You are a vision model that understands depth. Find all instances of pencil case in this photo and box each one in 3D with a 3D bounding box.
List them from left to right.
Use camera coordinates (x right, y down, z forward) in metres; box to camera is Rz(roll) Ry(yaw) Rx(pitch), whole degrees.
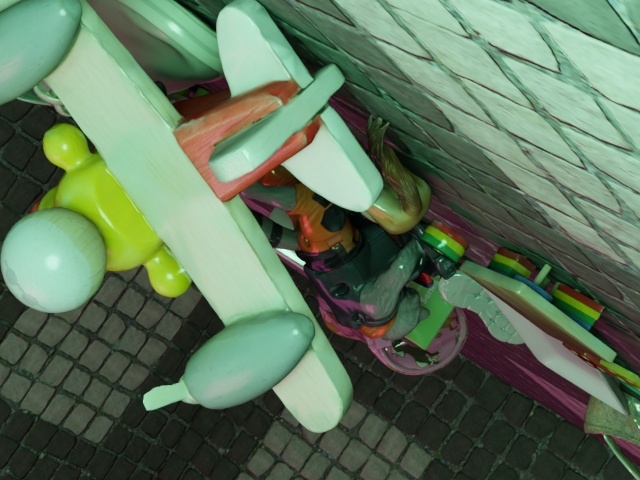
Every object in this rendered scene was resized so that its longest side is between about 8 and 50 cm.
[{"bbox_3d":[0.111,0.120,2.633,0.167,0.160,0.386,44,175,-14],"label":"pencil case"}]

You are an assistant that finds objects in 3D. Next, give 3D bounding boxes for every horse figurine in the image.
[{"bbox_3d":[0.045,-0.062,1.450,0.174,0.066,0.263,41,178,-10],"label":"horse figurine"}]

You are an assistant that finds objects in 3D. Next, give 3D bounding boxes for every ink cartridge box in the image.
[{"bbox_3d":[0.024,0.010,2.206,0.353,0.119,0.207,33,177,0],"label":"ink cartridge box"}]

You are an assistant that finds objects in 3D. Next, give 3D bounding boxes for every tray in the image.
[{"bbox_3d":[0.288,0.122,1.863,0.145,0.030,0.270,31,171,34],"label":"tray"}]

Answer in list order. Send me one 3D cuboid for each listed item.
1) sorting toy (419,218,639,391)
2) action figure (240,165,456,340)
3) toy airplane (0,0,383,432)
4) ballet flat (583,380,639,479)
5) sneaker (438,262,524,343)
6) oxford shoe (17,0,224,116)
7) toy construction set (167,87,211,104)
[{"bbox_3d":[0.231,0.061,1.556,0.274,0.046,0.132,36,176,-21],"label":"sorting toy"},{"bbox_3d":[0.000,0.000,1.913,0.330,0.178,0.341,45,171,-17],"label":"action figure"},{"bbox_3d":[-0.138,-0.037,1.289,0.386,0.272,0.384,35,150,28],"label":"toy airplane"},{"bbox_3d":[0.464,0.283,1.941,0.316,0.106,0.107,32,-176,29],"label":"ballet flat"},{"bbox_3d":[0.211,0.068,1.945,0.158,0.061,0.065,36,-157,-24],"label":"sneaker"},{"bbox_3d":[-0.226,-0.187,1.588,0.169,0.130,0.449,40,166,-28],"label":"oxford shoe"},{"bbox_3d":[-0.233,-0.173,2.026,0.215,0.151,0.328,37,-173,-37],"label":"toy construction set"}]
